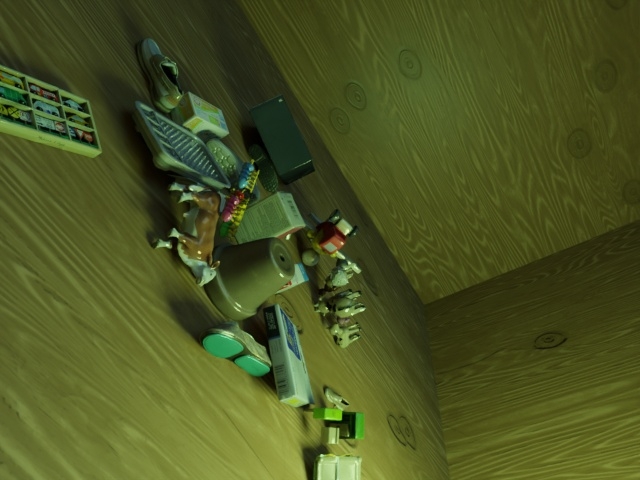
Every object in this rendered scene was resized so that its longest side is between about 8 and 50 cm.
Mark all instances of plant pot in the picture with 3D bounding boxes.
[{"bbox_3d":[-0.213,0.100,1.479,0.263,0.229,0.263,52,22,-31],"label":"plant pot"}]

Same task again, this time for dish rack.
[{"bbox_3d":[-0.460,-0.288,1.490,0.285,0.072,0.333,54,14,26],"label":"dish rack"}]

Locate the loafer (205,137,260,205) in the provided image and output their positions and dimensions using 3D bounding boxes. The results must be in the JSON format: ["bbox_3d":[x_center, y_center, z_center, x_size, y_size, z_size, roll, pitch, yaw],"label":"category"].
[{"bbox_3d":[-0.346,-0.274,1.796,0.111,0.112,0.319,-99,163,-50],"label":"loafer"}]

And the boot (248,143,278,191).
[{"bbox_3d":[-0.247,-0.347,2.169,0.246,0.083,0.161,66,14,2],"label":"boot"}]

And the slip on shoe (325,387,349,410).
[{"bbox_3d":[0.066,0.626,1.803,0.135,0.041,0.051,54,22,-25],"label":"slip on shoe"}]

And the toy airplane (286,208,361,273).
[{"bbox_3d":[0.000,0.000,2.166,0.386,0.272,0.384,33,-9,30],"label":"toy airplane"}]

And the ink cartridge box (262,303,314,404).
[{"bbox_3d":[-0.109,0.405,1.557,0.307,0.072,0.304,74,0,-63],"label":"ink cartridge box"}]

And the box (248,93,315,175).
[{"bbox_3d":[-0.179,-0.481,2.227,0.312,0.179,0.343,59,5,-88],"label":"box"}]

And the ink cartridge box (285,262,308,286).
[{"bbox_3d":[-0.155,0.150,1.697,0.078,0.134,0.231,67,19,7],"label":"ink cartridge box"}]

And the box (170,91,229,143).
[{"bbox_3d":[-0.459,-0.459,1.729,0.203,0.103,0.114,11,55,-66],"label":"box"}]

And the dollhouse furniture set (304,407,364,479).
[{"bbox_3d":[0.027,0.733,1.545,0.197,0.151,0.301,20,62,-34],"label":"dollhouse furniture set"}]

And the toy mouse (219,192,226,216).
[{"bbox_3d":[-0.381,-0.131,1.628,0.161,0.031,0.143,40,30,-48],"label":"toy mouse"}]

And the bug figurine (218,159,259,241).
[{"bbox_3d":[-0.271,-0.125,1.465,0.072,0.279,0.216,21,62,-10],"label":"bug figurine"}]

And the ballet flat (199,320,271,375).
[{"bbox_3d":[-0.251,0.301,1.337,0.316,0.107,0.106,57,14,-48],"label":"ballet flat"}]

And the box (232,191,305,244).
[{"bbox_3d":[-0.200,-0.067,1.705,0.149,0.232,0.127,65,19,4],"label":"box"}]

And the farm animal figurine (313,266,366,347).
[{"bbox_3d":[0.073,0.306,2.009,0.330,0.172,0.327,68,-21,12],"label":"farm animal figurine"}]

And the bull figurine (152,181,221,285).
[{"bbox_3d":[-0.374,-0.024,1.338,0.188,0.101,0.310,28,59,-49],"label":"bull figurine"}]

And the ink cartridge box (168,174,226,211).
[{"bbox_3d":[-0.405,-0.151,1.471,0.181,0.104,0.061,26,79,-59],"label":"ink cartridge box"}]

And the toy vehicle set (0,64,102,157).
[{"bbox_3d":[-0.673,-0.311,1.110,0.267,0.035,0.166,10,57,-66],"label":"toy vehicle set"}]

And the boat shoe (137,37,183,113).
[{"bbox_3d":[-0.568,-0.609,1.642,0.113,0.103,0.302,8,58,-67],"label":"boat shoe"}]
